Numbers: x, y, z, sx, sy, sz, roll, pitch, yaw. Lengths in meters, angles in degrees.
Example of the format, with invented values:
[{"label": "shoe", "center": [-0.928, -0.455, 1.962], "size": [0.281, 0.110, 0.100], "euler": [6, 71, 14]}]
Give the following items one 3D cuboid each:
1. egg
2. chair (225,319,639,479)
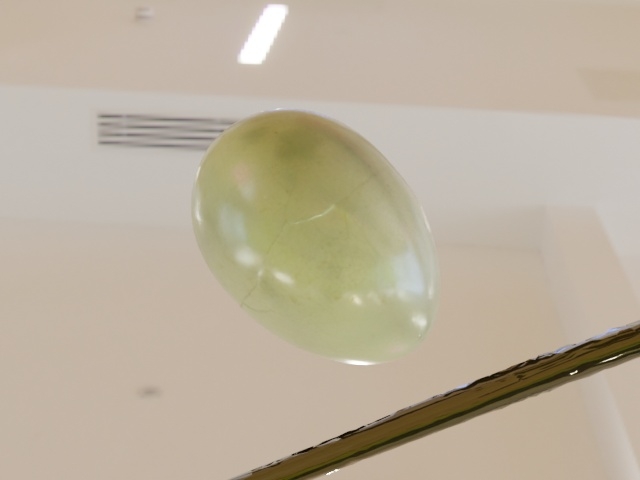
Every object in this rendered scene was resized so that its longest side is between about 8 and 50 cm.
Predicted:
[{"label": "egg", "center": [0.000, 0.000, 0.862], "size": [0.209, 0.151, 0.151], "euler": [47, -152, -1]}, {"label": "chair", "center": [0.058, 0.227, 0.303], "size": [0.364, 0.362, 0.410], "euler": [-21, -170, 5]}]
